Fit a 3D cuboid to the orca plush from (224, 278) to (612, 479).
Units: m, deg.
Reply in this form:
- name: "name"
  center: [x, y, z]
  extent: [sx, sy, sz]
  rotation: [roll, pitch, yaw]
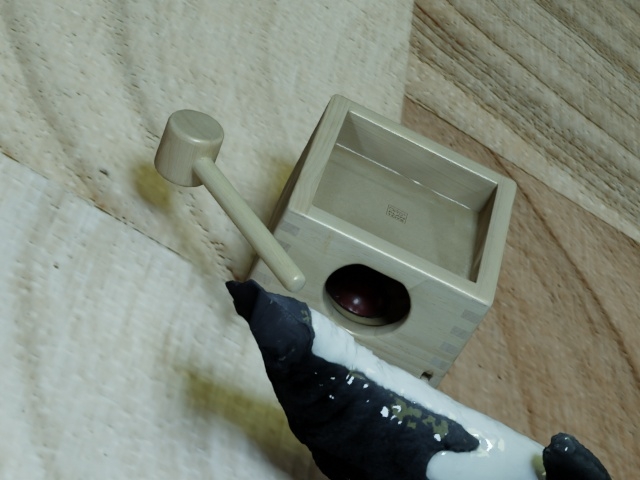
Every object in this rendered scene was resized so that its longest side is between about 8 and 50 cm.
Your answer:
- name: "orca plush"
  center: [0.055, 0.132, 0.788]
  extent: [0.287, 0.151, 0.102]
  rotation: [43, 63, -42]

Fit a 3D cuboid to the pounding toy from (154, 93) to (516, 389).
- name: "pounding toy"
  center: [-0.007, 0.003, 0.911]
  extent: [0.206, 0.094, 0.181]
  rotation: [26, 38, -4]
